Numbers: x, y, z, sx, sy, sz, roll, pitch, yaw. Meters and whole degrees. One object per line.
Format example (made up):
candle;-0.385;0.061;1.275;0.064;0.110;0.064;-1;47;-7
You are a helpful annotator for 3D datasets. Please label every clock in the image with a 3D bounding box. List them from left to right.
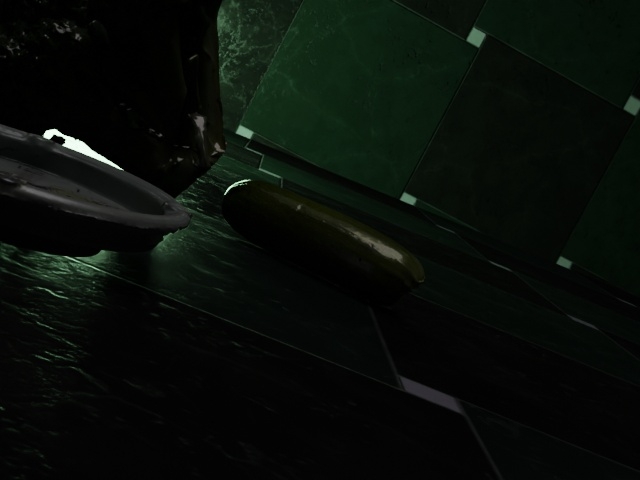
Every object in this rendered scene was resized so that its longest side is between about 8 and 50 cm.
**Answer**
clock;-0.206;-0.036;0.806;0.236;0.053;0.236;20;6;-2

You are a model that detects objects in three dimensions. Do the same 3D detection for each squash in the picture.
squash;0.000;0.000;1.189;0.239;0.069;0.069;26;7;27

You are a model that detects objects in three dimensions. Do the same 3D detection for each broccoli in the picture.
broccoli;-0.201;-0.172;1.131;0.283;0.321;0.304;53;12;-13
